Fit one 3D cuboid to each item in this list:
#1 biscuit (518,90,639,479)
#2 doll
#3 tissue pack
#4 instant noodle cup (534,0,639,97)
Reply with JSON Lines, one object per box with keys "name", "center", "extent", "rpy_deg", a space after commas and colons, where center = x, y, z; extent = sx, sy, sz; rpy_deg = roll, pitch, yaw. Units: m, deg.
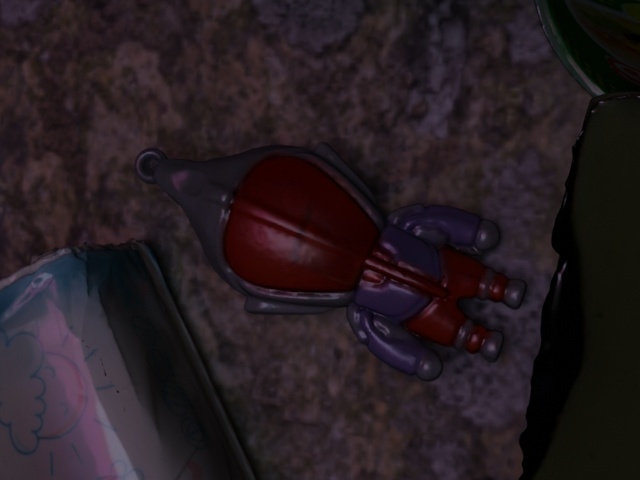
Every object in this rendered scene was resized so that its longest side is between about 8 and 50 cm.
{"name": "biscuit", "center": [0.150, 0.081, 0.619], "extent": [0.099, 0.038, 0.322], "rpy_deg": [10, 112, 17]}
{"name": "doll", "center": [0.000, 0.000, 0.698], "extent": [0.227, 0.075, 0.102], "rpy_deg": [21, 83, 9]}
{"name": "tissue pack", "center": [-0.141, 0.159, 0.727], "extent": [0.201, 0.124, 0.271], "rpy_deg": [-30, 82, 21]}
{"name": "instant noodle cup", "center": [0.169, -0.155, 0.553], "extent": [0.207, 0.232, 0.207], "rpy_deg": [0, 90, 20]}
